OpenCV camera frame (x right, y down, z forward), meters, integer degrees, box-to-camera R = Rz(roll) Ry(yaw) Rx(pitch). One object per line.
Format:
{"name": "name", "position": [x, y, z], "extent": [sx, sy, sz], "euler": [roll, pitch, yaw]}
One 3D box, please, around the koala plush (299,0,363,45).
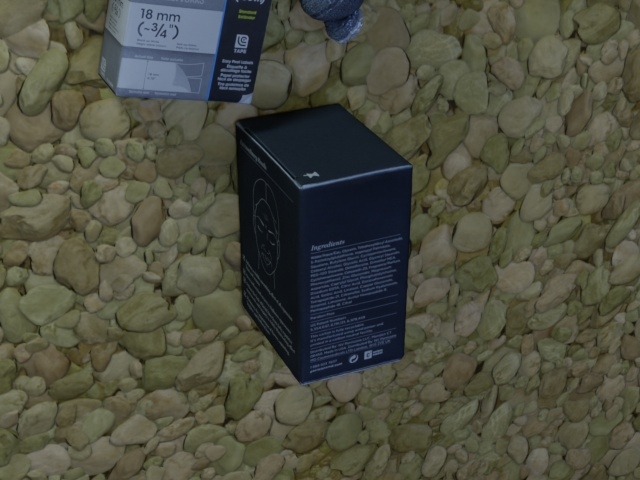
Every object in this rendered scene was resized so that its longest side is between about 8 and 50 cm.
{"name": "koala plush", "position": [0.049, -0.446, 1.970], "extent": [0.221, 0.203, 0.196], "euler": [-40, 128, 14]}

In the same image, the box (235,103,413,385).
{"name": "box", "position": [0.000, 0.000, 2.119], "extent": [0.212, 0.293, 0.396], "euler": [-13, 122, -21]}

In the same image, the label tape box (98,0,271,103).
{"name": "label tape box", "position": [-0.206, -0.396, 1.907], "extent": [0.240, 0.106, 0.334], "euler": [0, 117, -28]}
